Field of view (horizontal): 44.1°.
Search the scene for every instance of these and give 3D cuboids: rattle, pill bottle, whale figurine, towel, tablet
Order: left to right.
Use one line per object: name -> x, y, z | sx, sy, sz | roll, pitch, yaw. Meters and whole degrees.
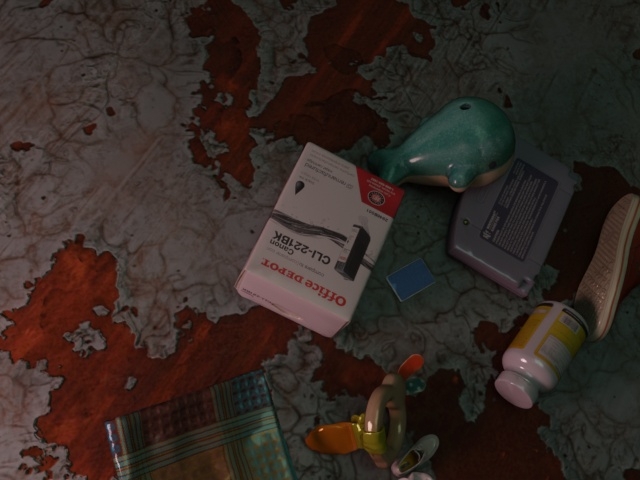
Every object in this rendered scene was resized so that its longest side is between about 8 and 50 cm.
towel -> -0.138, 0.398, 1.143 | 0.271, 0.040, 0.370 | -13, 83, -38
rattle -> 0.084, 0.277, 1.329 | 0.130, 0.142, 0.200 | 47, 44, -29
tablet -> 0.165, 0.071, 1.441 | 0.083, 0.006, 0.054 | -27, 78, -23
whale figurine -> 0.223, -0.178, 1.460 | 0.272, 0.141, 0.216 | -14, 43, -2
pill bottle -> 0.386, 0.202, 1.393 | 0.103, 0.103, 0.184 | 41, 66, 3

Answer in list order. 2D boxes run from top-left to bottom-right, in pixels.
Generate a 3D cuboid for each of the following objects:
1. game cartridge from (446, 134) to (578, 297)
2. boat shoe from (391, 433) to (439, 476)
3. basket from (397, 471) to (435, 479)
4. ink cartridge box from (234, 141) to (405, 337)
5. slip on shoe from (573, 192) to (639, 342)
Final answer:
game cartridge -> 0.362, -0.058, 1.517 | 0.196, 0.060, 0.294 | 33, 65, -4
boat shoe -> 0.161, 0.356, 1.314 | 0.100, 0.035, 0.035 | -29, 79, -22
basket -> 0.119, 0.561, 1.045 | 0.331, 0.266, 0.328 | -30, 51, -22
ink cartridge box -> 0.000, 0.000, 1.366 | 0.197, 0.114, 0.273 | 26, 66, -4
slip on shoe -> 0.570, 0.057, 1.494 | 0.101, 0.123, 0.331 | 34, 60, -4
